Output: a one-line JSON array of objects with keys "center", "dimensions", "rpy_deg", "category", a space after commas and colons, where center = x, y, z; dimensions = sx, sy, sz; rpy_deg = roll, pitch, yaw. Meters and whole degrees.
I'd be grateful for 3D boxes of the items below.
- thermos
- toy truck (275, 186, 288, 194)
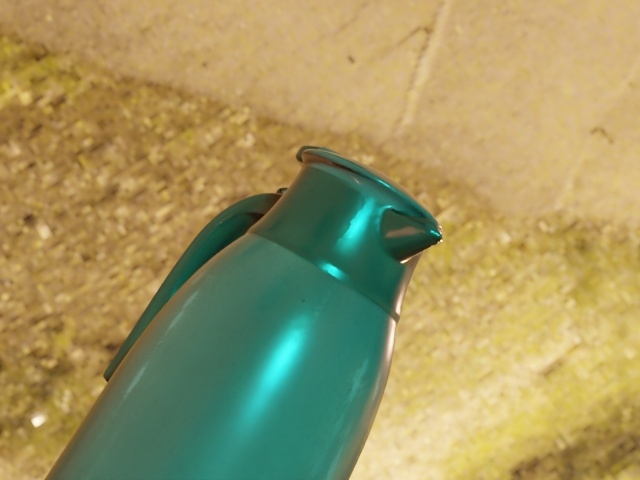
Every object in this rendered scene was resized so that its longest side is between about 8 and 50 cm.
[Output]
[{"center": [-0.034, 0.050, 0.610], "dimensions": [0.105, 0.137, 0.193], "rpy_deg": [35, 81, -36], "category": "thermos"}, {"center": [0.000, 0.000, 1.205], "dimensions": [0.201, 0.088, 0.074], "rpy_deg": [-35, 145, -62], "category": "toy truck"}]
